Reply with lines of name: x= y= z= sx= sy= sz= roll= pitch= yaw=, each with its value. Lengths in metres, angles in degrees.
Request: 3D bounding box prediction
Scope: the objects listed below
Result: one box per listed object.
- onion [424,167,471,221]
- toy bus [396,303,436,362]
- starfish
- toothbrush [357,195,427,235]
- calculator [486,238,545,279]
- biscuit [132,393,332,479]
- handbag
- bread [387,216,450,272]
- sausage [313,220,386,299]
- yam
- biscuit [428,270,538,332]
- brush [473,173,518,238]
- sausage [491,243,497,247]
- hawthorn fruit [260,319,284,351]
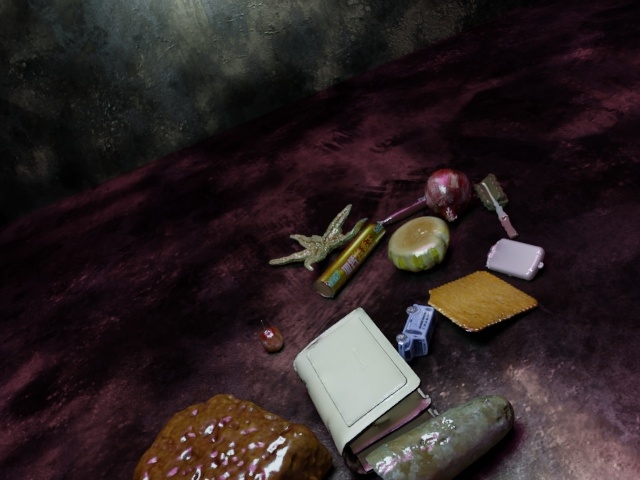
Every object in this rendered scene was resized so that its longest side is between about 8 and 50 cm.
onion: x=0.412 y=-0.135 z=2.144 sx=0.159 sy=0.159 sz=0.195 roll=-10 pitch=53 yaw=20
toy bus: x=0.248 y=0.241 z=1.707 sx=0.076 sy=0.073 sz=0.167 roll=4 pitch=36 yaw=22
starfish: x=0.001 y=0.002 z=2.253 sx=0.347 sy=0.078 sz=0.357 roll=-43 pitch=21 yaw=-11
toothbrush: x=0.288 y=-0.097 z=2.266 sx=0.363 sy=0.041 sz=0.041 roll=-27 pitch=30 yaw=-7
calculator: x=0.539 y=0.051 z=1.831 sx=0.175 sy=0.032 sz=0.100 roll=18 pitch=74 yaw=49
biscuit: x=-0.214 y=0.519 z=1.475 sx=0.394 sy=0.166 sz=0.343 roll=5 pitch=42 yaw=38
handbag: x=0.096 y=0.349 z=1.555 sx=0.236 sy=0.160 sz=0.358 roll=-32 pitch=29 yaw=-5
bread: x=0.301 y=0.017 z=2.005 sx=0.213 sy=0.105 sz=0.213 roll=-18 pitch=32 yaw=12
sausage: x=0.111 y=0.047 z=2.120 sx=0.082 sy=0.082 sz=0.371 roll=5 pitch=39 yaw=39
yam: x=0.257 y=0.419 z=1.365 sx=0.330 sy=0.133 sz=0.133 roll=-27 pitch=30 yaw=-16
biscuit: x=0.414 y=0.155 z=1.746 sx=0.231 sy=0.013 sz=0.237 roll=-19 pitch=27 yaw=-21
brush: x=0.560 y=-0.101 z=2.080 sx=0.084 sy=0.071 sz=0.301 roll=-32 pitch=36 yaw=16
sausage: x=0.537 y=0.029 z=1.901 sx=0.031 sy=0.031 sz=0.107 roll=-40 pitch=33 yaw=-29
hawthorn fruit: x=-0.148 y=0.272 z=1.896 sx=0.066 sy=0.103 sz=0.067 roll=-22 pitch=34 yaw=16
